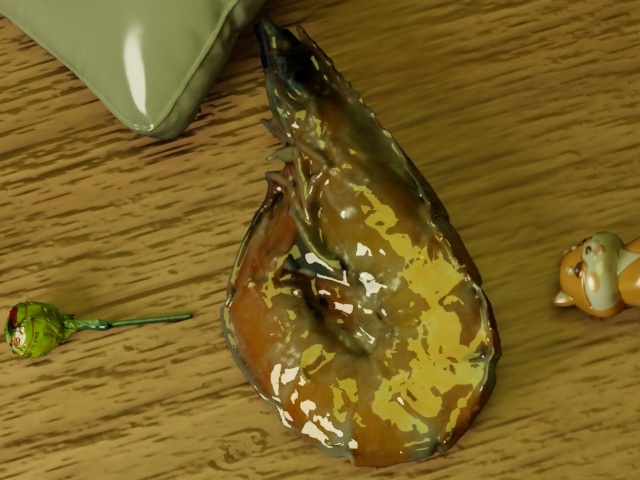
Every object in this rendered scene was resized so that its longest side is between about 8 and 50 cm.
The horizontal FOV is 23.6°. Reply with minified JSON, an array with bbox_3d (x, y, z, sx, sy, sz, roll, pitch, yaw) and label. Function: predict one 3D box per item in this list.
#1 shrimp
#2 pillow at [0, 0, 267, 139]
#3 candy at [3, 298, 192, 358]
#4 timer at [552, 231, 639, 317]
[{"bbox_3d":[0.000,0.000,0.988,0.164,0.062,0.317,-24,72,-1],"label":"shrimp"},{"bbox_3d":[-0.152,-0.251,1.041,0.322,0.120,0.255,40,102,18],"label":"pillow"},{"bbox_3d":[-0.145,0.055,0.999,0.122,0.035,0.035,-3,113,-6],"label":"candy"},{"bbox_3d":[0.217,0.018,0.944,0.152,0.132,0.132,-6,67,27],"label":"timer"}]
